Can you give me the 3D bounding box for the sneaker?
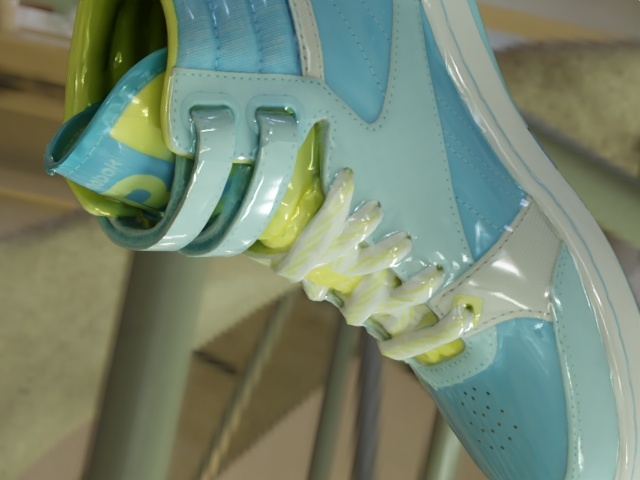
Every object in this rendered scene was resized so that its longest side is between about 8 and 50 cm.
[{"bbox_3d":[0.000,0.000,0.807,0.127,0.208,0.319,-35,-100,48],"label":"sneaker"}]
